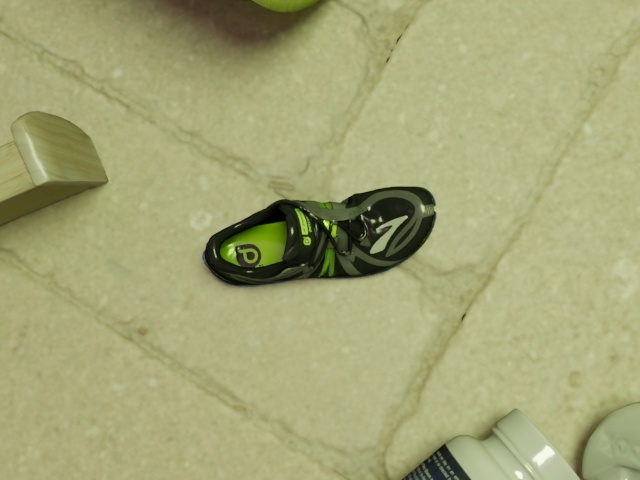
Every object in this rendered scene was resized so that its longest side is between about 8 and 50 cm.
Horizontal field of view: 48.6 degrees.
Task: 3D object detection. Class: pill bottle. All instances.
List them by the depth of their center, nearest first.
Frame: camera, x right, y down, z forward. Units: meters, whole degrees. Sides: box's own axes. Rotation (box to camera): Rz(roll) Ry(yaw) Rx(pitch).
[{"bbox_3d":[0.100,0.202,0.513,0.169,0.094,0.094,-40,83,0],"label":"pill bottle"}]

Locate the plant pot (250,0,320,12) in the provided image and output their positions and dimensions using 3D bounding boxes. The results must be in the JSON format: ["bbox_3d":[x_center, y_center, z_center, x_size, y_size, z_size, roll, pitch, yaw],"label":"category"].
[{"bbox_3d":[-0.142,-0.385,0.493,0.353,0.366,0.366,20,86,19],"label":"plant pot"}]

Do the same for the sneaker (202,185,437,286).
[{"bbox_3d":[0.000,0.000,0.551,0.188,0.078,0.067,-12,83,3],"label":"sneaker"}]

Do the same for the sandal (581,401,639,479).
[{"bbox_3d":[0.306,0.310,0.478,0.102,0.169,0.416,-7,81,-37],"label":"sandal"}]

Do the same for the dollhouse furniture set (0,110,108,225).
[{"bbox_3d":[-0.331,-0.142,0.488,0.198,0.286,0.303,-23,94,2],"label":"dollhouse furniture set"}]
